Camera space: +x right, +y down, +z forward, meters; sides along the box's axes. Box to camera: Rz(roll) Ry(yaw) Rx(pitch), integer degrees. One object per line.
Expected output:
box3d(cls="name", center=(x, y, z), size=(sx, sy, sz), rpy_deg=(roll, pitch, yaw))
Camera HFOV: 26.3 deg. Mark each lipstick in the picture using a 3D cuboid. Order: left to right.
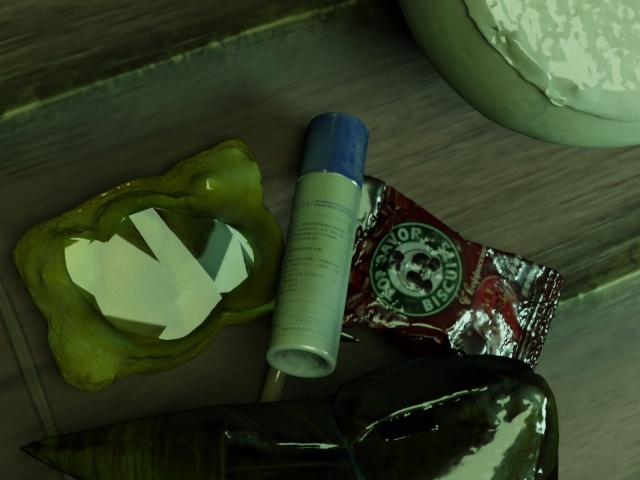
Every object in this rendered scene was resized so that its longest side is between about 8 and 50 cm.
box3d(cls="lipstick", center=(-0.035, 0.107, 1.199), size=(0.019, 0.019, 0.094), rpy_deg=(17, 91, -17))

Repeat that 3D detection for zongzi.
box3d(cls="zongzi", center=(-0.006, 0.310, 1.133), size=(0.432, 0.208, 0.403), rpy_deg=(-7, 97, -5))

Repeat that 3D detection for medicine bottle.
box3d(cls="medicine bottle", center=(0.000, 0.000, 1.156), size=(0.059, 0.059, 0.231), rpy_deg=(20, 58, -17))

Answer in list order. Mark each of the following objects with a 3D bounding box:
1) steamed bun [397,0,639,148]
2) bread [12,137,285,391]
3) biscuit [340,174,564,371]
box3d(cls="steamed bun", center=(0.226, -0.264, 1.189), size=(0.374, 0.241, 0.374), rpy_deg=(0, 91, -15))
box3d(cls="bread", center=(-0.127, 0.023, 1.144), size=(0.233, 0.088, 0.161), rpy_deg=(-26, 93, -19))
box3d(cls="biscuit", center=(0.107, 0.052, 1.233), size=(0.235, 0.063, 0.151), rpy_deg=(24, 70, -12))
